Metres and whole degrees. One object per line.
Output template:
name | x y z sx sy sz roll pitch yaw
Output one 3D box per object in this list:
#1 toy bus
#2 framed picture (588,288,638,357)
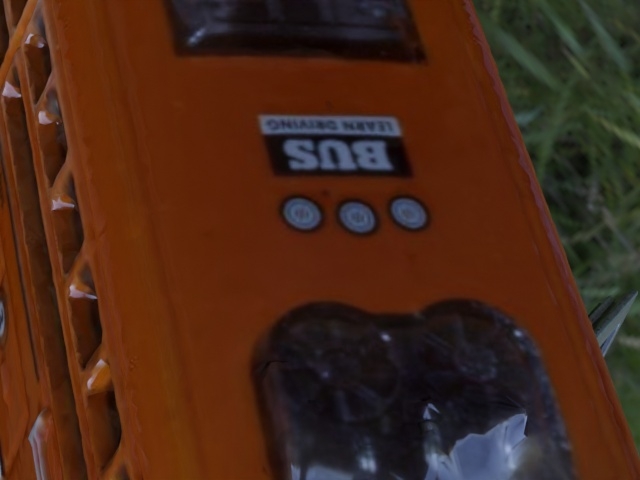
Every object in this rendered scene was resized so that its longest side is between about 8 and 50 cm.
toy bus | -0.024 -0.008 0.448 0.143 0.329 0.153 0 144 -21
framed picture | 0.053 0.164 0.791 0.296 0.019 0.232 -65 167 16
